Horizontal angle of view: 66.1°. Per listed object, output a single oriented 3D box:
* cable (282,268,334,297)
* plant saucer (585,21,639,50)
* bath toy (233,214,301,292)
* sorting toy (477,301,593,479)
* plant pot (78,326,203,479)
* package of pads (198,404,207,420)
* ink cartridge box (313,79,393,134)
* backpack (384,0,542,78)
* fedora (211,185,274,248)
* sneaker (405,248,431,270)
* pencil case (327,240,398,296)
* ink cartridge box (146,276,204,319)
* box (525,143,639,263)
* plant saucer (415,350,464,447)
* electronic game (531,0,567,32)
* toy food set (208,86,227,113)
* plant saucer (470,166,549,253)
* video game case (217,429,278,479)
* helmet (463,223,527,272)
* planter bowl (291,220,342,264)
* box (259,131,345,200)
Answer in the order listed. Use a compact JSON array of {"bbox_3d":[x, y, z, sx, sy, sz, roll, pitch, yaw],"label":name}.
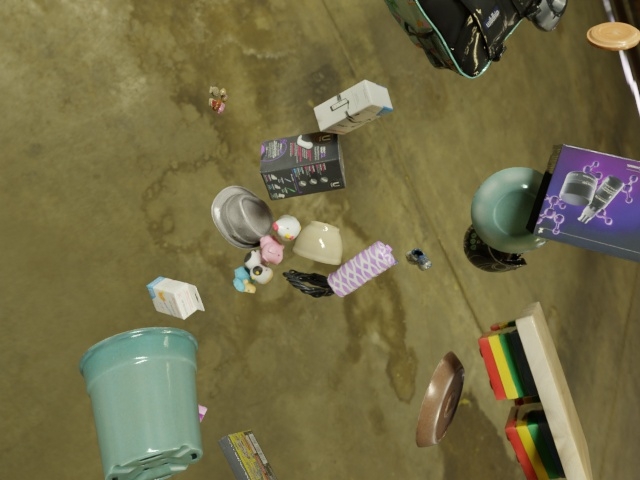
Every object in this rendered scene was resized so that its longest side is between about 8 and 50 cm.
[{"bbox_3d":[-0.041,0.145,1.622,0.150,0.184,0.047,-74,-178,-73],"label":"cable"},{"bbox_3d":[0.506,-0.355,0.849,0.013,0.083,0.083,75,34,-47],"label":"plant saucer"},{"bbox_3d":[-0.206,0.050,1.905,0.151,0.348,0.129,46,21,19],"label":"bath toy"},{"bbox_3d":[0.332,0.239,0.764,0.257,0.089,0.256,4,68,-64],"label":"sorting toy"},{"bbox_3d":[-0.488,0.476,1.388,0.341,0.341,0.334,17,39,-43],"label":"plant pot"},{"bbox_3d":[-0.399,0.557,1.550,0.050,0.032,0.083,39,61,-25],"label":"package of pads"},{"bbox_3d":[0.105,-0.418,1.570,0.148,0.203,0.086,-10,81,-55],"label":"ink cartridge box"},{"bbox_3d":[0.159,-0.320,0.597,0.166,0.144,0.188,-49,133,8],"label":"backpack"},{"bbox_3d":[-0.286,-0.097,1.965,0.244,0.124,0.275,-48,113,-35],"label":"fedora"},{"bbox_3d":[0.313,0.048,1.595,0.052,0.135,0.058,-30,110,-10],"label":"sneaker"},{"bbox_3d":[0.116,0.081,1.413,0.086,0.206,0.088,52,21,-10],"label":"pencil case"},{"bbox_3d":[-0.471,0.189,1.595,0.061,0.181,0.104,-41,128,-44],"label":"ink cartridge box"},{"bbox_3d":[0.563,-0.067,0.950,0.103,0.261,0.184,-37,141,-71],"label":"box"},{"bbox_3d":[0.207,0.271,0.828,0.168,0.029,0.168,-34,132,-49],"label":"plant saucer"},{"bbox_3d":[0.412,-0.508,0.913,0.229,0.048,0.229,-2,93,-47],"label":"electronic game"},{"bbox_3d":[-0.306,-0.421,1.483,0.122,0.019,0.078,-51,156,-72],"label":"toy food set"},{"bbox_3d":[0.431,-0.062,1.078,0.037,0.195,0.195,-41,112,-70],"label":"plant saucer"},{"bbox_3d":[-0.176,0.671,1.385,0.275,0.035,0.248,56,-4,19],"label":"video game case"},{"bbox_3d":[0.465,0.010,1.310,0.169,0.161,0.169,1,87,-10],"label":"helmet"},{"bbox_3d":[0.000,0.000,1.542,0.162,0.162,0.109,10,99,-45],"label":"planter bowl"},{"bbox_3d":[-0.058,-0.260,1.691,0.143,0.270,0.165,72,12,-49],"label":"box"}]
